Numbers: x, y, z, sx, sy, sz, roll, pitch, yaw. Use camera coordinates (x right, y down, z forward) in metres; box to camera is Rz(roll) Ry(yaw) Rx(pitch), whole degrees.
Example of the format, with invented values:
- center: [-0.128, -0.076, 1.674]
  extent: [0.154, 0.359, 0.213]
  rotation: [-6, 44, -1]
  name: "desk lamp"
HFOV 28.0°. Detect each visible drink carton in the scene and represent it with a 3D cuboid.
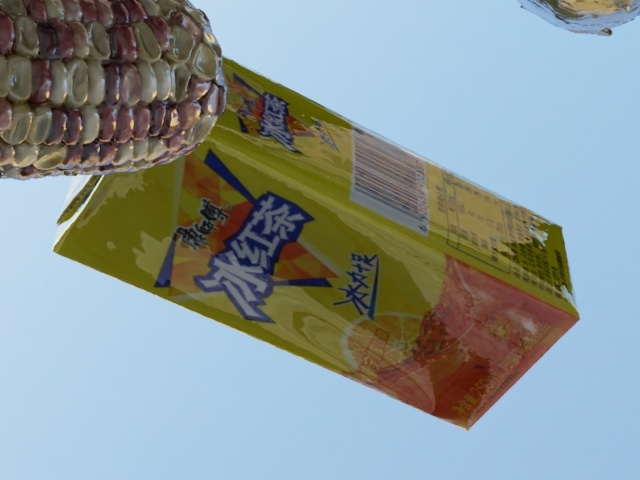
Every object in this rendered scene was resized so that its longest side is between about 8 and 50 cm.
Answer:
- center: [0.000, 0.000, 0.936]
  extent: [0.351, 0.154, 0.111]
  rotation: [25, -144, -19]
  name: "drink carton"

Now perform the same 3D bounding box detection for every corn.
- center: [-0.179, -0.071, 0.587]
  extent: [0.290, 0.098, 0.098]
  rotation: [-8, -129, -35]
  name: "corn"

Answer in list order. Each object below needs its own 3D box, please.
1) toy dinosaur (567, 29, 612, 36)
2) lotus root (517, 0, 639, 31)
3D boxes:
- center: [0.327, -0.407, 1.674]
  extent: [0.113, 0.206, 0.327]
  rotation: [-6, -138, 18]
  name: "toy dinosaur"
- center: [0.129, -0.146, 0.621]
  extent: [0.077, 0.183, 0.090]
  rotation: [6, -85, 5]
  name: "lotus root"
